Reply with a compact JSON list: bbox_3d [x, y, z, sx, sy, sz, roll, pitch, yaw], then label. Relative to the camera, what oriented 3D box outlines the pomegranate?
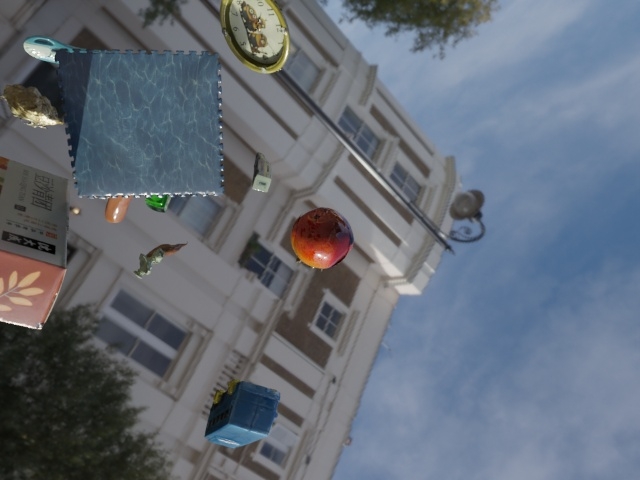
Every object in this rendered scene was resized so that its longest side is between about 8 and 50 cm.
[{"bbox_3d":[0.000,0.000,2.091,0.210,0.210,0.235,-85,-161,-48],"label":"pomegranate"}]

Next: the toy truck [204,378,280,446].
[{"bbox_3d":[-0.248,0.545,1.960,0.385,0.161,0.162,135,-28,-57],"label":"toy truck"}]

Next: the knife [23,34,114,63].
[{"bbox_3d":[-0.608,-0.458,1.536,0.064,0.222,0.031,-64,-145,36],"label":"knife"}]

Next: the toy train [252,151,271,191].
[{"bbox_3d":[-0.178,-0.215,1.907,0.234,0.051,0.052,-98,-153,-64],"label":"toy train"}]

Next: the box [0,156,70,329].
[{"bbox_3d":[-0.598,-0.046,0.955,0.122,0.385,0.344,-61,-150,16],"label":"box"}]

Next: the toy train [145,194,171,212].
[{"bbox_3d":[-0.421,-0.162,1.623,0.251,0.085,0.119,120,-12,-74],"label":"toy train"}]

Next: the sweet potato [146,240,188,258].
[{"bbox_3d":[-0.607,0.040,2.460,0.195,0.056,0.056,-20,-165,-31],"label":"sweet potato"}]

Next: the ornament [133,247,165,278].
[{"bbox_3d":[-0.473,0.063,1.714,0.092,0.041,0.068,-22,-123,16],"label":"ornament"}]

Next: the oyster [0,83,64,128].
[{"bbox_3d":[-0.864,-0.411,1.861,0.209,0.133,0.072,57,-42,25],"label":"oyster"}]

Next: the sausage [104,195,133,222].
[{"bbox_3d":[-0.655,-0.174,2.113,0.326,0.087,0.079,-45,179,40],"label":"sausage"}]

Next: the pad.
[{"bbox_3d":[-0.301,-0.194,1.076,0.269,0.269,0.012,-3,-150,-8],"label":"pad"}]

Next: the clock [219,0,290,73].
[{"bbox_3d":[-0.162,-0.557,1.636,0.237,0.237,0.057,-11,-155,48],"label":"clock"}]
